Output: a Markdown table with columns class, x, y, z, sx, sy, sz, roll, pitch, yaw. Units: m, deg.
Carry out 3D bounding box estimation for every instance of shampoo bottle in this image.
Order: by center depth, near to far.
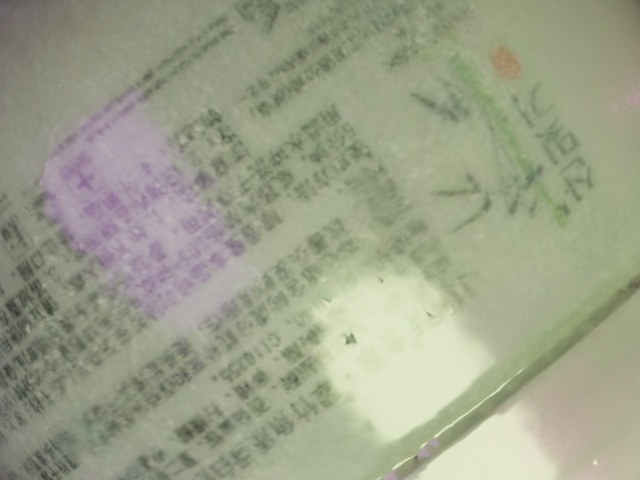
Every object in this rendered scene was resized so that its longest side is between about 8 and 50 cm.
| class | x | y | z | sx | sy | sz | roll | pitch | yaw |
| --- | --- | --- | --- | --- | --- | --- | --- | --- | --- |
| shampoo bottle | 0.000 | 0.000 | 0.659 | 0.273 | 0.273 | 0.266 | -36 | 92 | 36 |
